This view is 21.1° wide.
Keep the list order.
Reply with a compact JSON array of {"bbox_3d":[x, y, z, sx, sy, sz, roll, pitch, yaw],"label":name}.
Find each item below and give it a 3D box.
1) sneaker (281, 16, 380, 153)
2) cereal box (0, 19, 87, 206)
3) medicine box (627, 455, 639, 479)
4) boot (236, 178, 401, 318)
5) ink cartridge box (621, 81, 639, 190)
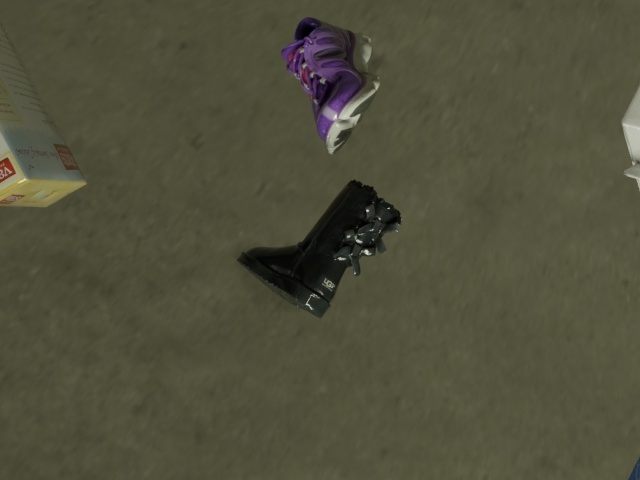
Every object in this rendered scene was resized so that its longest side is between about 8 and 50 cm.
[{"bbox_3d":[0.001,-0.127,1.374,0.071,0.170,0.068,26,113,-17],"label":"sneaker"},{"bbox_3d":[-0.276,-0.139,1.344,0.047,0.173,0.240,-28,87,7],"label":"cereal box"},{"bbox_3d":[0.448,0.166,1.619,0.149,0.263,0.289,25,91,-10],"label":"medicine box"},{"bbox_3d":[-0.001,0.000,1.258,0.045,0.121,0.099,40,82,-31],"label":"boot"},{"bbox_3d":[0.248,-0.078,1.035,0.092,0.143,0.090,18,157,28],"label":"ink cartridge box"}]
